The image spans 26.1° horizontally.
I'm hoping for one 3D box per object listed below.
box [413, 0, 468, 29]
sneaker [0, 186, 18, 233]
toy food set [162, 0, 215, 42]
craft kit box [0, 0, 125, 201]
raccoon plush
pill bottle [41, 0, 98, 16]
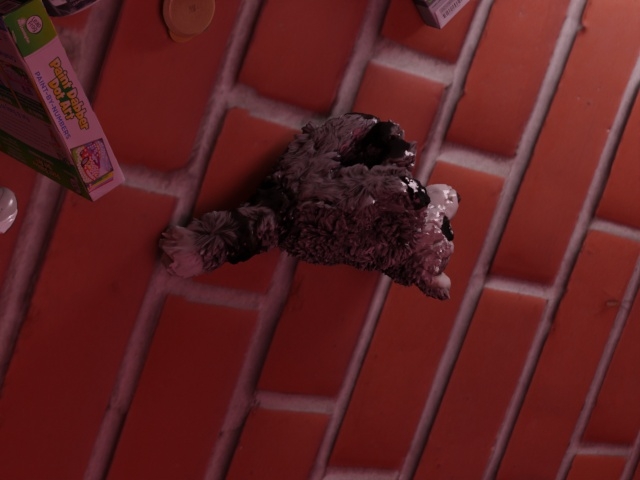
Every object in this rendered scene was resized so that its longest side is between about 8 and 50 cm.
[{"bbox_3d":[0.178,-0.432,2.056,0.145,0.038,0.186,-47,130,-14],"label":"box"},{"bbox_3d":[-0.490,-0.037,1.660,0.262,0.099,0.121,-20,115,-32],"label":"sneaker"},{"bbox_3d":[-0.175,-0.311,1.841,0.083,0.020,0.083,-38,126,-20],"label":"toy food set"},{"bbox_3d":[-0.352,-0.185,1.603,0.061,0.250,0.246,-35,126,-24],"label":"craft kit box"},{"bbox_3d":[0.000,0.000,2.052,0.447,0.216,0.299,-16,137,0],"label":"raccoon plush"},{"bbox_3d":[-0.339,-0.391,1.608,0.130,0.130,0.245,-46,129,-14],"label":"pill bottle"}]
